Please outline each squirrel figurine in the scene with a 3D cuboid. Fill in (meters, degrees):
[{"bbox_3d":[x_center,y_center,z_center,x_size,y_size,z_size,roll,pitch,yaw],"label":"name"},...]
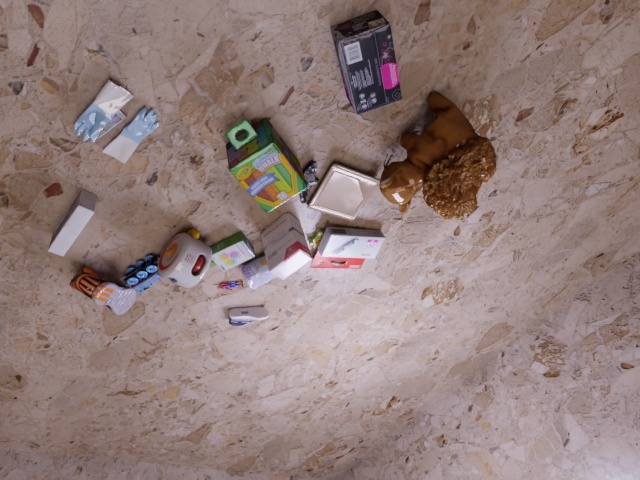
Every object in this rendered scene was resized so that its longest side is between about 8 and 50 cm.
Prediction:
[{"bbox_3d":[0.393,-0.246,1.620,0.370,0.397,0.281,-37,135,6],"label":"squirrel figurine"}]

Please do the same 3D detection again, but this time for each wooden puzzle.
[{"bbox_3d":[0.089,-0.189,1.828,0.220,0.044,0.239,15,129,-27],"label":"wooden puzzle"}]

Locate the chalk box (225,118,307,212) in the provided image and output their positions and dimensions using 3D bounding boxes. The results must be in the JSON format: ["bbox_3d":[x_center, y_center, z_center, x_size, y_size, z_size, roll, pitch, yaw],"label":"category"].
[{"bbox_3d":[-0.202,-0.274,1.571,0.180,0.179,0.289,-31,132,11],"label":"chalk box"}]

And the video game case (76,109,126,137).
[{"bbox_3d":[-0.686,-0.386,1.447,0.122,0.011,0.087,-32,131,12],"label":"video game case"}]

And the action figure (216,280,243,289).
[{"bbox_3d":[-0.400,0.201,2.039,0.115,0.030,0.038,-5,137,-9],"label":"action figure"}]

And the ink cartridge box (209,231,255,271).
[{"bbox_3d":[-0.386,0.058,1.891,0.209,0.062,0.109,-25,133,7],"label":"ink cartridge box"}]

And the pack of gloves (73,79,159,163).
[{"bbox_3d":[-0.639,-0.355,1.450,0.232,0.046,0.195,-39,135,20],"label":"pack of gloves"}]

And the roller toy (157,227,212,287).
[{"bbox_3d":[-0.526,0.072,1.776,0.209,0.191,0.146,-40,128,19],"label":"roller toy"}]

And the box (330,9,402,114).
[{"bbox_3d":[0.143,-0.554,1.448,0.163,0.142,0.247,-18,132,2],"label":"box"}]

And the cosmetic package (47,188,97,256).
[{"bbox_3d":[-0.871,-0.059,1.624,0.060,0.099,0.239,30,118,-34],"label":"cosmetic package"}]

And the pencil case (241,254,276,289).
[{"bbox_3d":[-0.198,0.107,1.955,0.273,0.114,0.124,-25,146,7],"label":"pencil case"}]

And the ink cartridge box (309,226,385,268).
[{"bbox_3d":[0.116,0.054,2.015,0.274,0.060,0.239,3,129,-27],"label":"ink cartridge box"}]

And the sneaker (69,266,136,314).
[{"bbox_3d":[-0.866,0.188,1.840,0.125,0.180,0.321,-56,168,-18],"label":"sneaker"}]

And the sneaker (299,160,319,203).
[{"bbox_3d":[-0.044,-0.217,1.753,0.089,0.051,0.170,-10,129,-1],"label":"sneaker"}]

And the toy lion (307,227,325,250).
[{"bbox_3d":[0.000,0.000,1.976,0.096,0.034,0.100,19,123,-38],"label":"toy lion"}]

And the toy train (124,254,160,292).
[{"bbox_3d":[-0.699,0.131,1.861,0.184,0.080,0.105,-31,141,9],"label":"toy train"}]

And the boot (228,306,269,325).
[{"bbox_3d":[-0.339,0.362,2.180,0.189,0.069,0.086,4,137,-9],"label":"boot"}]

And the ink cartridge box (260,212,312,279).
[{"bbox_3d":[-0.139,0.021,1.824,0.158,0.218,0.092,-36,136,17],"label":"ink cartridge box"}]
